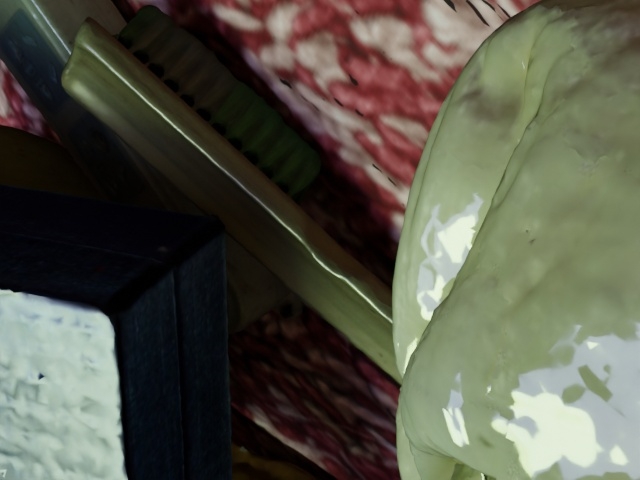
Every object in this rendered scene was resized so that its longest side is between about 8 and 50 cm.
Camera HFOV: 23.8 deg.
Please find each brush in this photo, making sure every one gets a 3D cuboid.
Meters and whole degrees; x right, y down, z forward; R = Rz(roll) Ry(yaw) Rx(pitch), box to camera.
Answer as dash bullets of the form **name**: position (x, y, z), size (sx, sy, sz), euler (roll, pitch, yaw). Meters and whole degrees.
- **brush**: position (0.000, 0.000, 0.682), size (0.282, 0.048, 0.054), euler (43, 155, 2)

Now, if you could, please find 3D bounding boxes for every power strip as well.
- **power strip**: position (-0.105, -0.069, 0.759), size (0.286, 0.048, 0.080), euler (54, 154, -6)

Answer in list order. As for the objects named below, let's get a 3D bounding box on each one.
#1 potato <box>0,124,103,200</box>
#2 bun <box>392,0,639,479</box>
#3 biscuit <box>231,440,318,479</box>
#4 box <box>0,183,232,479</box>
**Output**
- **potato**: position (-0.152, 0.047, 0.853), size (0.228, 0.148, 0.197), euler (35, 120, 14)
- **bun**: position (0.113, 0.062, 0.457), size (0.259, 0.160, 0.259), euler (34, 145, 28)
- **biscuit**: position (-0.126, 0.270, 0.840), size (0.385, 0.365, 0.062), euler (17, 149, 30)
- **box**: position (-0.186, 0.105, 0.736), size (0.279, 0.116, 0.261), euler (9, 116, 20)
